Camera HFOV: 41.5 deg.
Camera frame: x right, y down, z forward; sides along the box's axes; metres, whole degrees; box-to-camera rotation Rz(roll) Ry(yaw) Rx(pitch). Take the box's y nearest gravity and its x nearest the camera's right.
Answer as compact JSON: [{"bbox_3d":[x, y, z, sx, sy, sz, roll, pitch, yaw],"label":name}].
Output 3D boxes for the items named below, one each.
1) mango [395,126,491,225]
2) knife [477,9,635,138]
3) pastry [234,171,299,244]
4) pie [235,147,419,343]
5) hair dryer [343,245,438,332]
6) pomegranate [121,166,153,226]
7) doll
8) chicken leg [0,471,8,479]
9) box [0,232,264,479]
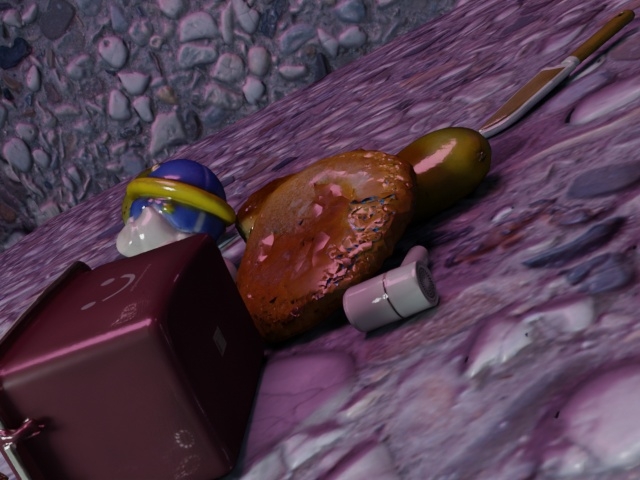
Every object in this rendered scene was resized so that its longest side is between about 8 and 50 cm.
[{"bbox_3d":[0.122,-0.069,1.033,0.191,0.085,0.122,-34,25,25],"label":"mango"},{"bbox_3d":[0.346,-0.243,1.246,0.343,0.027,0.061,-40,22,-21],"label":"knife"},{"bbox_3d":[-0.061,-0.043,1.278,0.153,0.081,0.153,-30,16,9],"label":"pastry"},{"bbox_3d":[-0.001,0.000,0.958,0.273,0.069,0.273,-32,35,26],"label":"pie"},{"bbox_3d":[0.080,0.038,0.840,0.082,0.047,0.137,-24,11,26],"label":"hair dryer"},{"bbox_3d":[-0.265,-0.026,1.494,0.179,0.211,0.179,9,13,-2],"label":"pomegranate"},{"bbox_3d":[-0.207,-0.006,1.199,0.311,0.159,0.243,2,59,57],"label":"doll"},{"bbox_3d":[-0.356,0.301,0.792,0.125,0.080,0.196,-36,20,22],"label":"chicken leg"},{"bbox_3d":[-0.165,0.119,0.793,0.167,0.193,0.294,-19,17,9],"label":"box"}]
